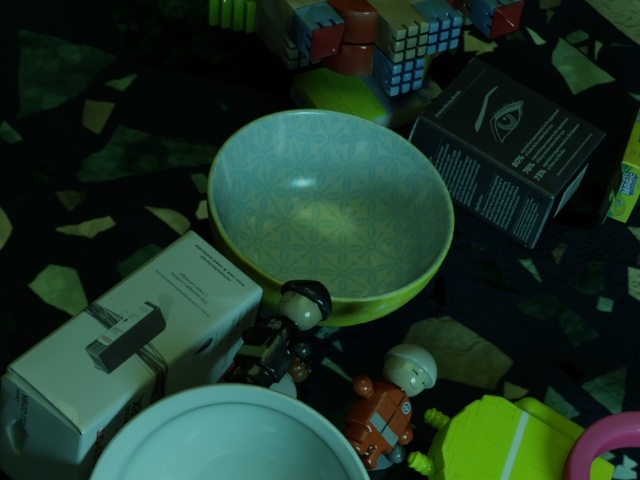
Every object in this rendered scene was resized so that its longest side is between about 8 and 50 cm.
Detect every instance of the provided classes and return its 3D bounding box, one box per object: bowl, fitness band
[{"bbox_3d":[0.000,0.000,1.971,0.289,0.156,0.289,6,51,-8],"label":"bowl"},{"bbox_3d":[0.401,0.292,1.806,0.291,0.054,0.209,22,50,7],"label":"fitness band"},{"bbox_3d":[-0.086,0.285,1.694,0.298,0.134,0.298,0,91,4],"label":"bowl"}]

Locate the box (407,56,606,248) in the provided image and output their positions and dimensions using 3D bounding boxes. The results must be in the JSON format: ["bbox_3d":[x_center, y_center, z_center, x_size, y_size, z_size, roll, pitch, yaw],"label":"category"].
[{"bbox_3d":[0.234,-0.115,2.151,0.207,0.108,0.153,33,52,15],"label":"box"}]

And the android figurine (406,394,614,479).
[{"bbox_3d":[0.222,0.277,1.830,0.273,0.056,0.248,29,50,-7],"label":"android figurine"}]

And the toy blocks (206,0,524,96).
[{"bbox_3d":[0.080,-0.299,2.183,0.381,0.191,0.261,-17,46,-24],"label":"toy blocks"}]

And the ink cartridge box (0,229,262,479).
[{"bbox_3d":[-0.203,0.147,1.776,0.114,0.197,0.273,39,54,18],"label":"ink cartridge box"}]

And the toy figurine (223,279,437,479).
[{"bbox_3d":[0.009,0.164,1.803,0.213,0.209,0.148,29,63,12],"label":"toy figurine"}]

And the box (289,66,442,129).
[{"bbox_3d":[0.061,-0.192,2.217,0.178,0.042,0.109,-19,58,-27],"label":"box"}]

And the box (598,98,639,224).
[{"bbox_3d":[0.409,-0.106,2.188,0.043,0.105,0.179,22,51,6],"label":"box"}]
